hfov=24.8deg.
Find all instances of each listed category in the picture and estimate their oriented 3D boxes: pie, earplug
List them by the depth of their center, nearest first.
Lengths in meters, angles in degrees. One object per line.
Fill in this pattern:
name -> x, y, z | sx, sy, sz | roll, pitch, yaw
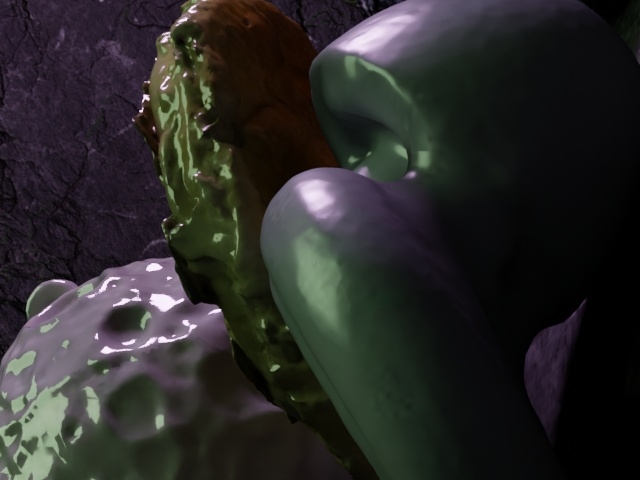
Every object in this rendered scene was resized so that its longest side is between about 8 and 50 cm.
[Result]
earplug -> 0.069, 0.010, 0.690 | 0.325, 0.175, 0.214 | -80, -32, -42
pie -> 0.000, 0.000, 0.887 | 0.083, 0.339, 0.339 | -28, 20, 18

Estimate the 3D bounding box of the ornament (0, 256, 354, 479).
ornament -> -0.087, 0.174, 1.093 | 0.337, 0.337, 0.337 | -162, 90, -87
